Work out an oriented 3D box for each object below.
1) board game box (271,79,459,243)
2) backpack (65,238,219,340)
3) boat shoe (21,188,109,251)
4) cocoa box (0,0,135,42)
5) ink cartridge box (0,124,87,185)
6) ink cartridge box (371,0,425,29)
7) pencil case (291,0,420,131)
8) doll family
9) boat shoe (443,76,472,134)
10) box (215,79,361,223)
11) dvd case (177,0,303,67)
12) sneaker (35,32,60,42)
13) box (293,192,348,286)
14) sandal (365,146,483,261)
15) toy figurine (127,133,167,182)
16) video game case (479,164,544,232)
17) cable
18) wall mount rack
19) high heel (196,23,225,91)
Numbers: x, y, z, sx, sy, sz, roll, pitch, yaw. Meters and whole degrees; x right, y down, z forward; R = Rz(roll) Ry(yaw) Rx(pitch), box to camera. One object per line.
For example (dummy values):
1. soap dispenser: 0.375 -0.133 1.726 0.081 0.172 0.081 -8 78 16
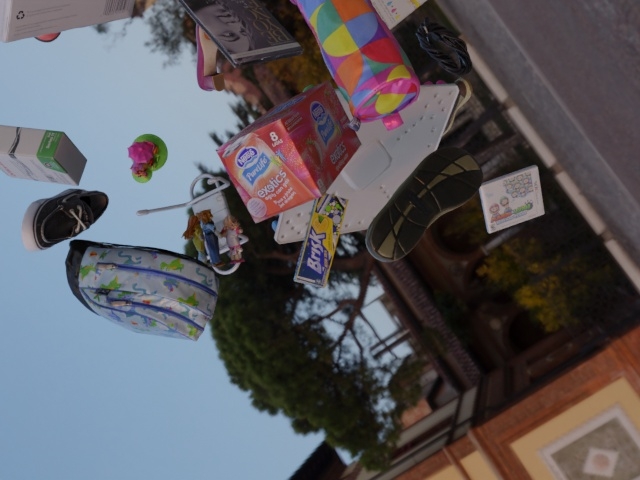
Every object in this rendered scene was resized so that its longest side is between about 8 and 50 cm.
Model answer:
1. board game box: 0.094 -0.181 1.542 0.389 0.390 0.050 -10 -136 -30
2. backpack: -0.432 0.127 1.732 0.290 0.355 0.274 67 -161 -61
3. boat shoe: -0.584 -0.054 1.584 0.301 0.102 0.108 -68 -26 -72
4. cocoa box: -0.549 -0.575 1.344 0.228 0.232 0.347 37 -142 10
5. ink cartridge box: -0.746 -0.223 1.781 0.153 0.208 0.087 75 -156 -67
6. ink cartridge box: 0.141 -0.532 1.424 0.128 0.176 0.127 51 -179 -24
7. pencil case: 0.039 -0.257 0.868 0.237 0.104 0.104 66 -164 16
8. doll family: -0.321 -0.006 1.954 0.263 0.118 0.163 -5 98 59
9. boat shoe: 0.333 -0.358 1.865 0.073 0.224 0.080 -19 -111 -30
10. box: -0.040 -0.146 1.063 0.128 0.122 0.257 62 -154 -15
11. dvd case: -0.158 -0.422 1.314 0.164 0.018 0.221 -23 -115 -37
12. sneaker: -0.701 -0.677 1.764 0.115 0.314 0.136 11 176 -27
13. box: 0.000 0.000 1.257 0.059 0.169 0.054 16 172 -6
14. sandal: 0.195 -0.078 1.345 0.120 0.302 0.086 51 165 -4
15. toy figurine: -0.595 -0.268 2.251 0.130 0.173 0.159 22 -172 -2
16. video game case: 0.492 -0.105 1.749 0.019 0.157 0.143 -110 1 -61
17. cable: 0.324 -0.491 1.740 0.184 0.047 0.151 37 -141 -19
18. wall mount rack: -0.401 -0.044 2.161 0.350 0.304 0.130 70 -166 15
19. high heel: -0.329 -0.544 1.927 0.117 0.082 0.244 22 131 46
